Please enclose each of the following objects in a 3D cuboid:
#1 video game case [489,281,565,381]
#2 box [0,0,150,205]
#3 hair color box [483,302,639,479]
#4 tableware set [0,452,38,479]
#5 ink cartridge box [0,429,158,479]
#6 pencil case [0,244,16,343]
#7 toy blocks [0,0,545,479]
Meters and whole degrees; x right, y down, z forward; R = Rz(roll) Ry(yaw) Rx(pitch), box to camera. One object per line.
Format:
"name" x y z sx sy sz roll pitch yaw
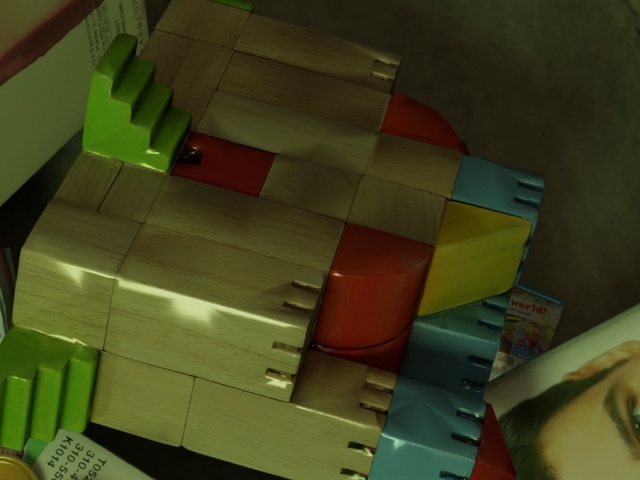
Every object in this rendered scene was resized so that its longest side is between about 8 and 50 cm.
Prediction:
"video game case" 0.064 0.088 1.115 0.119 0.015 0.166 23 70 5
"box" -0.222 -0.109 1.044 0.148 0.127 0.232 15 42 24
"hair color box" 0.263 0.095 0.952 0.113 0.374 0.185 3 62 -49
"tableware set" -0.194 0.153 0.969 0.154 0.024 0.104 22 70 7
"ink cartridge box" -0.131 0.203 1.016 0.219 0.092 0.160 30 71 8
"pencil case" -0.304 0.058 1.045 0.273 0.124 0.113 -14 89 -9
"toy blocks" 0.000 0.000 1.019 0.261 0.191 0.381 15 35 3
